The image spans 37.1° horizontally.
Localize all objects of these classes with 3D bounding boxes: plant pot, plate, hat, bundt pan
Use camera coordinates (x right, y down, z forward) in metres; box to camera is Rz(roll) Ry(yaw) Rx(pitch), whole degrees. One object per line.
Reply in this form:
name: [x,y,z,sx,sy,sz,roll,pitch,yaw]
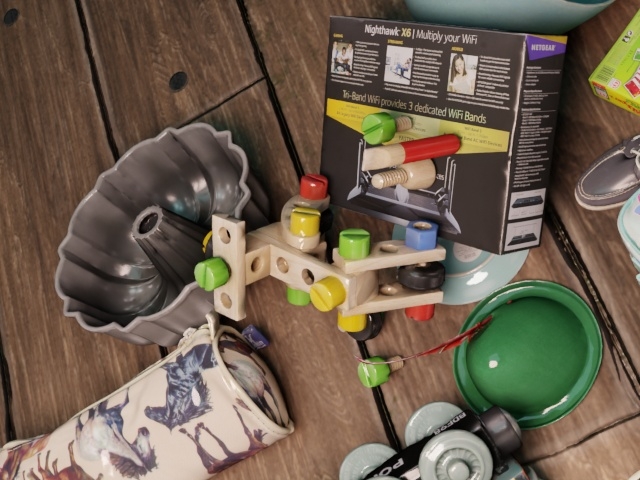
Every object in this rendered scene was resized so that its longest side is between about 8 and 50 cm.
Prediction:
plant pot: [0.213,-0.353,1.206,0.195,0.290,0.290,-44,48,51]
plate: [0.175,-0.011,1.211,0.188,0.024,0.188,-10,66,24]
hat: [0.195,0.115,1.054,0.173,0.183,0.208,37,90,34]
bundt pan: [-0.200,0.005,1.317,0.331,0.124,0.331,-20,49,25]

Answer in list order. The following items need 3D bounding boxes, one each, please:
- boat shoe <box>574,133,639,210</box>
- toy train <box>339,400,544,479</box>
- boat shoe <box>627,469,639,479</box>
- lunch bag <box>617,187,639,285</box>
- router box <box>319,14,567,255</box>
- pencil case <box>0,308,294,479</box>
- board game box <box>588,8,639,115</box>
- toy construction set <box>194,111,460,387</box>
boat shoe: [0.387,-0.107,1.113,0.206,0.065,0.075,-29,60,15]
toy train: [0.092,0.318,1.032,0.334,0.142,0.190,-33,100,0]
boat shoe: [0.322,0.298,0.963,0.233,0.084,0.079,-39,18,9]
lunch bag: [0.463,0.012,1.002,0.224,0.108,0.279,-45,56,10]
router box: [0.132,-0.137,1.147,0.309,0.081,0.243,20,112,45]
pencil case: [-0.242,0.257,1.237,0.410,0.160,0.183,-31,84,14]
board game box: [0.420,-0.241,1.162,0.092,0.043,0.181,35,89,33]
toy construction set: [0.000,0.000,1.082,0.257,0.237,0.309,51,134,27]
